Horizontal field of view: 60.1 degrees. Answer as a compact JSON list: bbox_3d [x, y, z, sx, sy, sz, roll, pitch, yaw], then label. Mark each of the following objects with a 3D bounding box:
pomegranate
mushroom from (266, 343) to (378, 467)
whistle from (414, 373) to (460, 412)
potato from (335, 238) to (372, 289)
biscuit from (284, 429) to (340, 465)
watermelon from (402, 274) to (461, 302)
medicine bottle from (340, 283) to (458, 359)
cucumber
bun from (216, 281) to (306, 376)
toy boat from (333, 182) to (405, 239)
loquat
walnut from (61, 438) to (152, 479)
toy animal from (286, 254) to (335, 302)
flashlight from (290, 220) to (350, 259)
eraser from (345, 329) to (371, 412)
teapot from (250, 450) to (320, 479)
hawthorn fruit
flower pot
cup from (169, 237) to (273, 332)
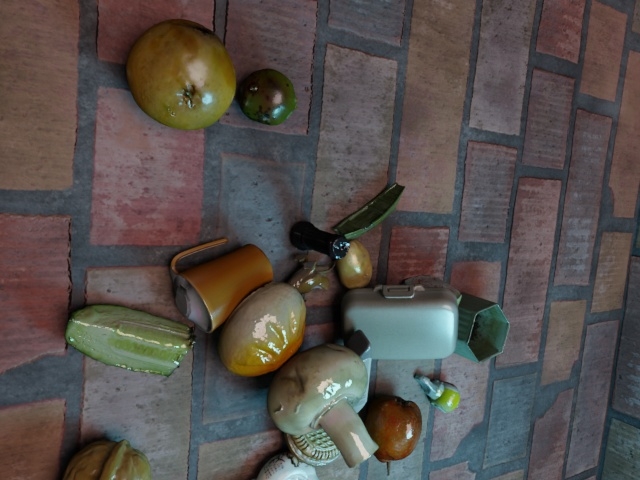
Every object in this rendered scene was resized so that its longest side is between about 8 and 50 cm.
[{"bbox_3d":[-0.136,-0.395,1.544,0.205,0.159,0.160,-6,103,-58],"label":"pomegranate"},{"bbox_3d":[0.015,0.460,1.631,0.356,0.315,0.315,45,73,-21],"label":"mushroom"},{"bbox_3d":[0.454,0.574,2.124,0.223,0.123,0.123,41,75,-16],"label":"whistle"},{"bbox_3d":[0.109,0.079,1.803,0.118,0.109,0.178,-43,126,-45],"label":"potato"},{"bbox_3d":[-0.003,0.591,1.790,0.258,0.079,0.260,11,66,-26],"label":"biscuit"},{"bbox_3d":[0.363,0.237,1.999,0.212,0.201,0.262,-11,145,-32],"label":"watermelon"},{"bbox_3d":[0.255,0.271,1.797,0.374,0.123,0.283,-1,121,8],"label":"medicine bottle"},{"bbox_3d":[-0.502,0.249,1.435,0.325,0.105,0.145,22,113,-34],"label":"cucumber"},{"bbox_3d":[-0.139,0.269,1.568,0.299,0.164,0.299,-42,157,-22],"label":"bun"},{"bbox_3d":[0.172,-0.089,1.827,0.293,0.093,0.055,-37,135,-23],"label":"toy boat"},{"bbox_3d":[-0.337,-0.400,1.354,0.262,0.263,0.263,-6,102,-33],"label":"loquat"},{"bbox_3d":[-0.547,0.634,1.401,0.224,0.257,0.257,17,88,-2],"label":"walnut"},{"bbox_3d":[-0.029,0.131,1.742,0.188,0.089,0.179,-17,125,-30],"label":"toy animal"},{"bbox_3d":[0.000,0.000,1.641,0.092,0.231,0.093,-8,104,-33],"label":"flashlight"},{"bbox_3d":[0.117,0.435,1.801,0.061,0.089,0.352,-16,132,-18],"label":"eraser"},{"bbox_3d":[-0.118,0.786,1.753,0.299,0.165,0.209,4,108,-44],"label":"teapot"},{"bbox_3d":[0.247,0.682,1.939,0.210,0.210,0.263,14,88,-34],"label":"hawthorn fruit"},{"bbox_3d":[0.574,0.329,2.106,0.209,0.189,0.239,-48,119,-17],"label":"flower pot"},{"bbox_3d":[-0.281,0.105,1.532,0.263,0.182,0.226,-32,83,-33],"label":"cup"}]
